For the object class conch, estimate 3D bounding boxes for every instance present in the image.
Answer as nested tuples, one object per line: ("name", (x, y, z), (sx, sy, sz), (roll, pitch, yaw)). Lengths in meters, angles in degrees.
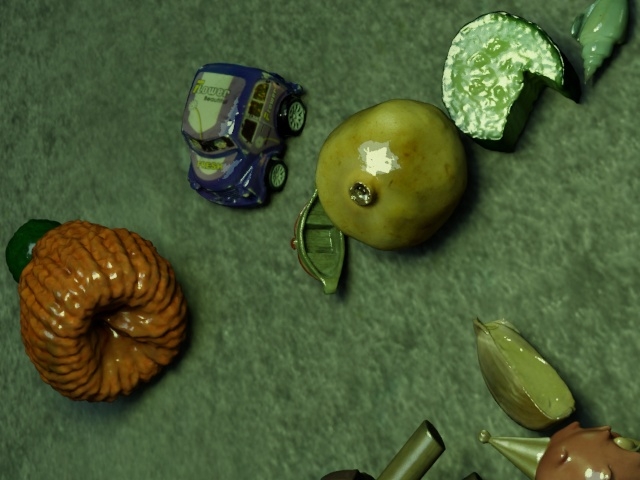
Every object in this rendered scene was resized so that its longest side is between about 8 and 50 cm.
("conch", (0.413, -0.310, 1.699), (0.065, 0.088, 0.180), (25, 79, -12))

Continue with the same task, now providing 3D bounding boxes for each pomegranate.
("pomegranate", (0.107, -0.096, 1.715), (0.233, 0.233, 0.233), (-8, 72, 27))

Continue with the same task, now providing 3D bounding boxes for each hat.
("hat", (-0.386, 0.062, 1.944), (0.285, 0.285, 0.400), (-45, 41, 10))

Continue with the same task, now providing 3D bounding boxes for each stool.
("stool", (0.136, 0.393, 1.530), (0.178, 0.272, 0.272), (-33, 63, 10))

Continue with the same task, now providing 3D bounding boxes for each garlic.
("garlic", (0.279, 0.191, 1.600), (0.087, 0.101, 0.195), (-25, 54, -14))

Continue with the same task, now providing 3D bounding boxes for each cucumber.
("cucumber", (0.270, -0.235, 1.707), (0.191, 0.130, 0.191), (-8, 73, 27))

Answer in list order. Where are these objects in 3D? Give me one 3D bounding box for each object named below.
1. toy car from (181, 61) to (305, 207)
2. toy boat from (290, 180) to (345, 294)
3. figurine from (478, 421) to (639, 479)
("toy car", (-0.145, -0.179, 1.902), (0.172, 0.158, 0.235), (9, 80, 31))
("toy boat", (0.000, 0.000, 1.814), (0.071, 0.089, 0.185), (138, 129, -65))
("figurine", (0.391, 0.315, 1.481), (0.387, 0.166, 0.207), (9, 117, 24))
